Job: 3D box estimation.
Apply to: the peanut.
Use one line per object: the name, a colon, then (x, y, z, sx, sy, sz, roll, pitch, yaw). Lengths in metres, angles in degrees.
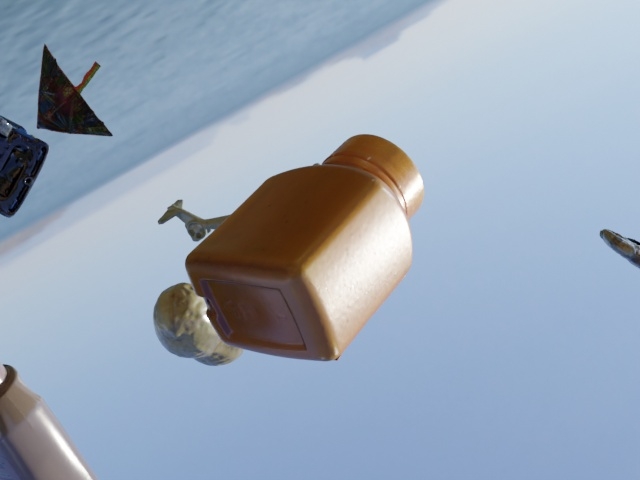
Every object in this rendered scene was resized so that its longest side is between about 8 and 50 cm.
peanut: (-0.191, 0.131, 1.661, 0.111, 0.125, 0.274, 4, 167, 12)

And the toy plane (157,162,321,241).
toy plane: (-0.048, -0.031, 1.221, 0.286, 0.108, 0.092, -9, -152, 22)

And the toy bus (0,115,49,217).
toy bus: (-0.565, -0.158, 1.519, 0.175, 0.288, 0.138, 23, -95, 58)

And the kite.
kite: (-0.411, -0.233, 1.689, 0.159, 0.190, 0.010, -36, 179, 21)

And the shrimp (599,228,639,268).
shrimp: (0.389, 0.021, 1.201, 0.034, 0.161, 0.091, -57, -156, 16)

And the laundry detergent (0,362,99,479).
laundry detergent: (-0.316, 0.193, 1.009, 0.171, 0.237, 0.076, 2, -141, 40)

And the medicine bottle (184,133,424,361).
medicine bottle: (0.000, 0.001, 0.962, 0.149, 0.112, 0.222, 5, -141, 40)
